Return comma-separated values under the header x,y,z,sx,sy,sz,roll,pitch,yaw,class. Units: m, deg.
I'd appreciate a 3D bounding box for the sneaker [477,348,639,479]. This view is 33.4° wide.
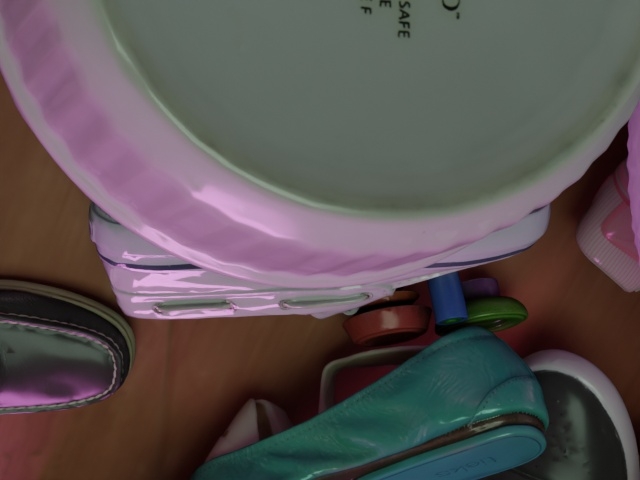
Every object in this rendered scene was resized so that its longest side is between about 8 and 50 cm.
x,y,z,sx,sy,sz,roll,pitch,yaw,class
0.098,0.211,0.593,0.104,0.147,0.296,20,116,19,sneaker

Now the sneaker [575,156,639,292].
x,y,z,sx,sy,sz,roll,pitch,yaw,class
0.197,-0.004,0.575,0.134,0.051,0.070,10,136,-25,sneaker

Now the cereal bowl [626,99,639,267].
x,y,z,sx,sy,sz,roll,pitch,yaw,class
0.268,-0.036,0.484,0.338,0.141,0.339,-1,93,-24,cereal bowl

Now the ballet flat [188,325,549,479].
x,y,z,sx,sy,sz,roll,pitch,yaw,class
0.002,0.116,0.581,0.247,0.087,0.083,-26,141,13,ballet flat

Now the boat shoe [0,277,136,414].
x,y,z,sx,sy,sz,roll,pitch,yaw,class
-0.208,0.064,0.540,0.223,0.073,0.080,6,114,-9,boat shoe

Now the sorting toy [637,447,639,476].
x,y,z,sx,sy,sz,roll,pitch,yaw,class
0.305,0.242,0.683,0.126,0.127,0.366,-35,114,-16,sorting toy

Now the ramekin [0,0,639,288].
x,y,z,sx,sy,sz,roll,pitch,yaw,class
0.008,-0.112,0.403,0.272,0.127,0.273,0,92,-14,ramekin

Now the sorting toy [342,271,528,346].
x,y,z,sx,sy,sz,roll,pitch,yaw,class
0.061,0.029,0.575,0.101,0.061,0.042,-5,73,-13,sorting toy

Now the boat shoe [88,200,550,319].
x,y,z,sx,sy,sz,roll,pitch,yaw,class
0.000,0.000,0.542,0.226,0.083,0.076,1,127,5,boat shoe
